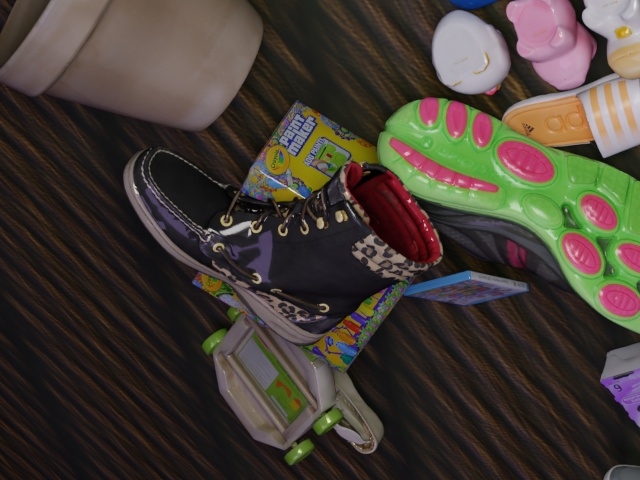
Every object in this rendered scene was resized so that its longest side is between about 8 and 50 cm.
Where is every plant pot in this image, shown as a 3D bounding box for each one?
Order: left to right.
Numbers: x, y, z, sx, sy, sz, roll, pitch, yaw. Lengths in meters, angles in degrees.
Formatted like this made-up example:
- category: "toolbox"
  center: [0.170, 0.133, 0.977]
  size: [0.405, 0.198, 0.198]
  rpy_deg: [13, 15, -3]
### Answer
- category: "plant pot"
  center: [-0.240, -0.294, 1.673]
  size: [0.280, 0.323, 0.323]
  rpy_deg: [28, 139, -24]

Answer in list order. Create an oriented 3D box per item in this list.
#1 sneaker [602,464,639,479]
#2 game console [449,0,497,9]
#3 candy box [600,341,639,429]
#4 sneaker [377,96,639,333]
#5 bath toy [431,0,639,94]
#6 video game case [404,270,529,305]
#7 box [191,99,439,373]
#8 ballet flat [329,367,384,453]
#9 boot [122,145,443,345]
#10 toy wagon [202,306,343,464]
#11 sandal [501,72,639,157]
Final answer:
- category: "sneaker"
  center: [0.609, 0.404, 1.970]
  size: [0.295, 0.124, 0.178]
  rpy_deg: [20, 141, -2]
- category: "game console"
  center: [0.219, -0.436, 1.472]
  size: [0.293, 0.173, 0.250]
  rpy_deg: [-17, 152, 37]
- category: "candy box"
  center: [0.549, 0.235, 1.887]
  size: [0.165, 0.070, 0.196]
  rpy_deg: [-25, 115, 40]
- category: "sneaker"
  center: [0.299, -0.035, 1.704]
  size: [0.483, 0.185, 0.202]
  rpy_deg: [34, 173, 5]
- category: "bath toy"
  center: [0.306, -0.254, 1.528]
  size: [0.348, 0.129, 0.151]
  rpy_deg: [-13, 94, 33]
- category: "video game case"
  center: [0.219, 0.073, 1.872]
  size: [0.119, 0.015, 0.166]
  rpy_deg: [-17, 162, 37]
- category: "box"
  center: [0.000, 0.000, 1.876]
  size: [0.279, 0.177, 0.290]
  rpy_deg: [31, 137, -2]
- category: "ballet flat"
  center: [0.026, 0.280, 2.189]
  size: [0.086, 0.086, 0.248]
  rpy_deg: [-23, 116, 40]
- category: "boot"
  center: [-0.047, -0.030, 1.649]
  size: [0.377, 0.138, 0.284]
  rpy_deg: [44, 135, -18]
- category: "toy wagon"
  center: [-0.064, 0.217, 2.128]
  size: [0.267, 0.068, 0.344]
  rpy_deg: [52, 137, 13]
- category: "sandal"
  center: [0.354, -0.149, 1.629]
  size: [0.265, 0.076, 0.102]
  rpy_deg: [-12, 123, 35]
